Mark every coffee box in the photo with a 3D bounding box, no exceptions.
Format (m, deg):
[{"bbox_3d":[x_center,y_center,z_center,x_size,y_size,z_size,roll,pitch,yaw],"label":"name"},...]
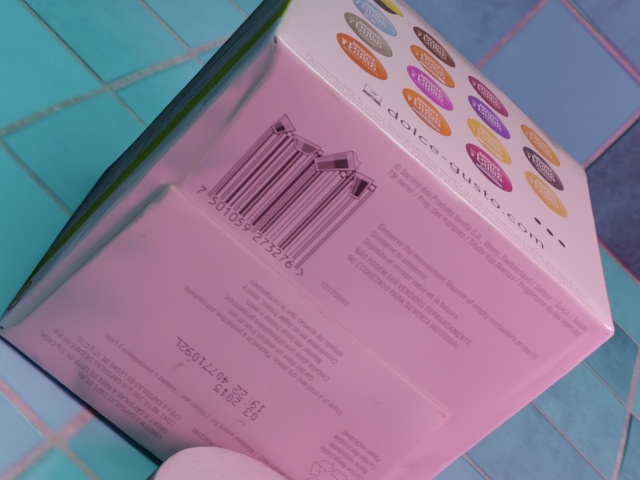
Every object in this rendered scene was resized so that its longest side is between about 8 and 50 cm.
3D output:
[{"bbox_3d":[0.000,0.000,1.187,0.337,0.338,0.334,41,23,-12],"label":"coffee box"}]

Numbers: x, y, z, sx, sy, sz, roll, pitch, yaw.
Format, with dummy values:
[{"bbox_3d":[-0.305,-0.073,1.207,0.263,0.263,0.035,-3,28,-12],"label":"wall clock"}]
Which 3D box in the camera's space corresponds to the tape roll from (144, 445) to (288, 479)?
[{"bbox_3d":[-0.059,0.258,1.005,0.219,0.072,0.219,37,24,-19],"label":"tape roll"}]
